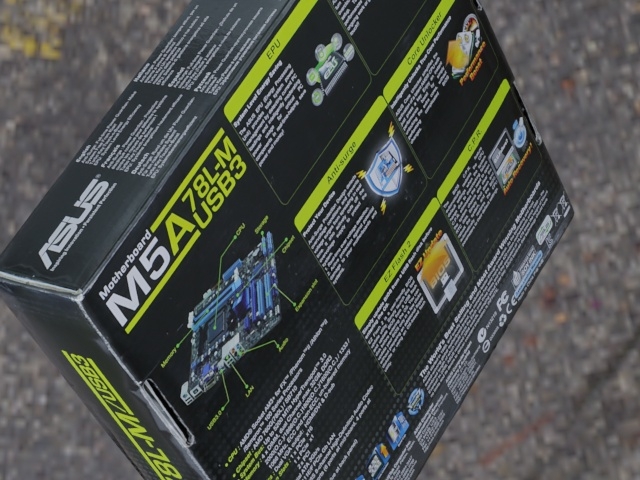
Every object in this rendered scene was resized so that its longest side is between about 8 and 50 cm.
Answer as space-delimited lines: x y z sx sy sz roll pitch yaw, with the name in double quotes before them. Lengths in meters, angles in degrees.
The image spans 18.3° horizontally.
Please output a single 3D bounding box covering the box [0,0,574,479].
"box" 0.000 0.000 0.645 0.045 0.190 0.184 11 148 39
